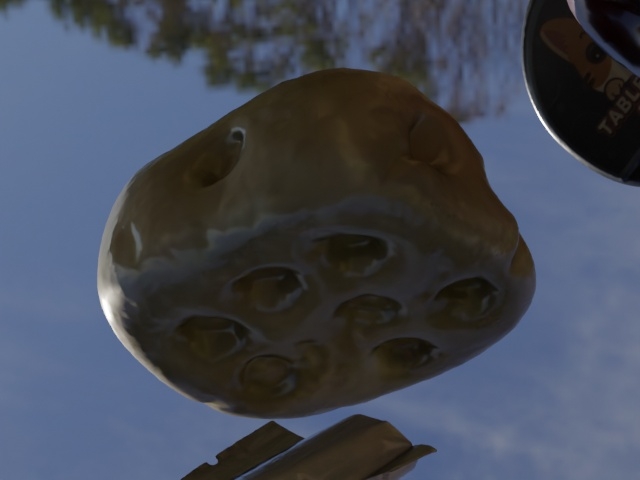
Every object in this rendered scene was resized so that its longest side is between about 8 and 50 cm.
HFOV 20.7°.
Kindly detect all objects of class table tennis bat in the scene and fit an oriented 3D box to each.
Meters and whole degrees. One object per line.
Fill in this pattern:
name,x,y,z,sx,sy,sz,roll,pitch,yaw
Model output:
table tennis bat,0.209,-0.080,0.973,0.236,0.150,0.027,46,-150,21

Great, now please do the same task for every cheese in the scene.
cheese,0.000,0.000,0.932,0.235,0.218,0.117,1,-127,-19

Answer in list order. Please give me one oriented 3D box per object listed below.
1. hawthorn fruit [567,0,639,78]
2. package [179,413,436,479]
hawthorn fruit,0.240,-0.177,0.786,0.295,0.311,0.295,14,176,1
package,-0.055,0.192,1.245,0.204,0.062,0.251,-25,-173,-25
